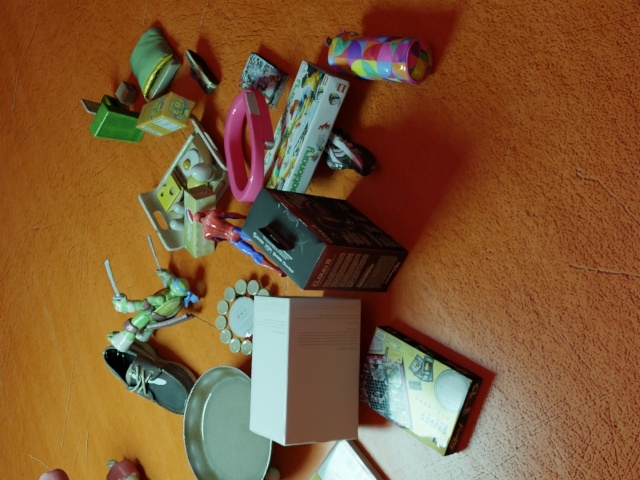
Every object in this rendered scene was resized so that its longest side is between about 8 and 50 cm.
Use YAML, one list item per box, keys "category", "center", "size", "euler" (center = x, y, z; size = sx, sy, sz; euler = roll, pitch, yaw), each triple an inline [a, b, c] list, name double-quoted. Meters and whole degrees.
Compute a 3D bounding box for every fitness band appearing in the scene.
- category: "fitness band"
  center: [-0.174, -0.231, 1.821]
  size: [0.209, 0.054, 0.290]
  euler: [123, 142, -50]

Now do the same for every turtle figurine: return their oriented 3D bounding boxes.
- category: "turtle figurine"
  center: [-0.477, 0.147, 2.016]
  size: [0.266, 0.275, 0.197]
  euler: [-51, 21, 26]

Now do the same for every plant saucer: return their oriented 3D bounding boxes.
- category: "plant saucer"
  center: [-0.207, 0.448, 1.770]
  size: [0.311, 0.050, 0.310]
  euler: [-6, 82, 43]

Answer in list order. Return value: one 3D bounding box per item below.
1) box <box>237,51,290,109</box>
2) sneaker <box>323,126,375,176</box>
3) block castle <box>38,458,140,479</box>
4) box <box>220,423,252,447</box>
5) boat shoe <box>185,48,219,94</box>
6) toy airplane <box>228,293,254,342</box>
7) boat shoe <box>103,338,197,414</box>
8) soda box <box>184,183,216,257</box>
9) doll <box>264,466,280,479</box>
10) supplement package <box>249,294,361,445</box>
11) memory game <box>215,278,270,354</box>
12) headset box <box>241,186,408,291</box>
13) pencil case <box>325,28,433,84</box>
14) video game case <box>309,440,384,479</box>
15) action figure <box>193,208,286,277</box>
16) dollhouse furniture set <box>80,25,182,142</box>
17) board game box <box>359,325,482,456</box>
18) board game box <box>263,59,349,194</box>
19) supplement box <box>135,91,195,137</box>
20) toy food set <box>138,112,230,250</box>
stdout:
- category: "box"
  center: [-0.142, -0.396, 1.876]
  size: [0.137, 0.027, 0.094]
  euler: [41, 114, 36]
- category: "sneaker"
  center: [0.054, -0.182, 1.665]
  size: [0.178, 0.072, 0.077]
  euler: [52, 125, 46]
- category: "block castle"
  center: [-0.660, 0.821, 2.052]
  size: [0.213, 0.303, 0.453]
  euler: [32, 106, 40]
- category: "box"
  center: [-0.151, 0.446, 1.791]
  size: [0.232, 0.058, 0.087]
  euler: [-37, 62, 33]
- category: "boat shoe"
  center: [-0.327, -0.451, 2.026]
  size: [0.049, 0.056, 0.152]
  euler: [-47, 58, 23]
- category: "toy airplane"
  center: [-0.178, 0.193, 1.858]
  size: [0.151, 0.028, 0.151]
  euler: [-5, 82, 40]
- category: "boat shoe"
  center: [-0.463, 0.373, 2.027]
  size: [0.355, 0.130, 0.132]
  euler: [20, 100, 41]
- category: "soda box"
  center: [-0.307, -0.048, 1.926]
  size: [0.058, 0.061, 0.181]
  euler: [38, 135, 37]
- category: "doll"
  center: [-0.146, 0.611, 1.781]
  size: [0.129, 0.046, 0.189]
  euler: [37, 111, 36]
- category: "supplement package"
  center: [-0.034, 0.264, 1.598]
  size: [0.175, 0.178, 0.292]
  euler: [-4, 83, 60]
- category: "memory game"
  center: [-0.182, 0.184, 1.835]
  size: [0.186, 0.012, 0.186]
  euler: [-6, 79, 34]
- category: "headset box"
  center: [0.000, 0.000, 1.538]
  size: [0.218, 0.293, 0.110]
  euler: [42, 113, 35]
- category: "pencil case"
  center: [0.121, -0.389, 1.596]
  size: [0.236, 0.104, 0.104]
  euler: [20, 99, 40]
- category: "video game case"
  center: [0.040, 0.590, 1.632]
  size: [0.204, 0.025, 0.285]
  euler: [47, 116, 33]
- category: "action figure"
  center: [-0.177, -0.006, 1.846]
  size: [0.280, 0.139, 0.091]
  euler: [26, 101, 17]
- category: "dollhouse furniture set"
  center: [-0.553, -0.458, 2.164]
  size: [0.301, 0.151, 0.197]
  euler: [-52, 56, 25]
- category: "board game box"
  center: [0.188, 0.294, 1.514]
  size: [0.243, 0.042, 0.165]
  euler: [27, 104, 40]
- category: "board game box"
  center: [-0.044, -0.241, 1.715]
  size: [0.305, 0.053, 0.193]
  euler: [-67, 27, 15]
- category: "supplement box"
  center: [-0.417, -0.336, 2.032]
  size: [0.233, 0.080, 0.078]
  euler: [0, 70, 58]
- category: "toy food set"
  center: [-0.369, -0.155, 2.014]
  size: [0.306, 0.092, 0.219]
  euler: [-51, 57, 26]
